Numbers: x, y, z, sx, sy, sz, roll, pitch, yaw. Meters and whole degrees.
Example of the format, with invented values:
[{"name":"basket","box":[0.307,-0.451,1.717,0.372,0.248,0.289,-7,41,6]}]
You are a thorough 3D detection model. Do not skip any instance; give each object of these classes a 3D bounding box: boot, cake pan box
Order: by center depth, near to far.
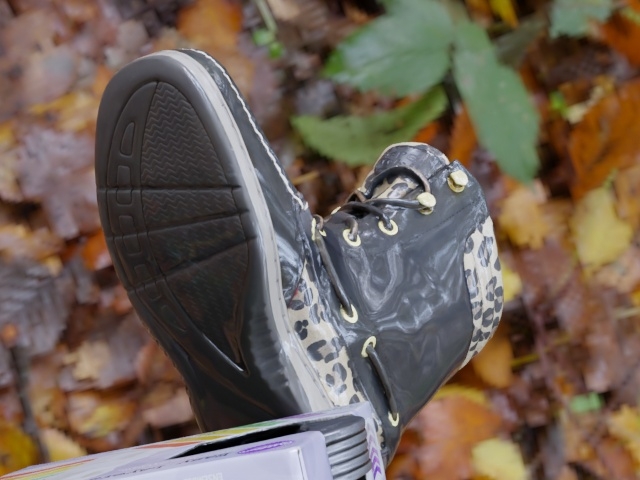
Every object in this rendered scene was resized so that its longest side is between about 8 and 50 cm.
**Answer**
[{"name":"cake pan box","box":[-0.098,0.163,1.090,0.246,0.267,0.070,-13,92,-78]},{"name":"boot","box":[0.000,0.000,1.303,0.284,0.138,0.377,-40,113,-47]}]
